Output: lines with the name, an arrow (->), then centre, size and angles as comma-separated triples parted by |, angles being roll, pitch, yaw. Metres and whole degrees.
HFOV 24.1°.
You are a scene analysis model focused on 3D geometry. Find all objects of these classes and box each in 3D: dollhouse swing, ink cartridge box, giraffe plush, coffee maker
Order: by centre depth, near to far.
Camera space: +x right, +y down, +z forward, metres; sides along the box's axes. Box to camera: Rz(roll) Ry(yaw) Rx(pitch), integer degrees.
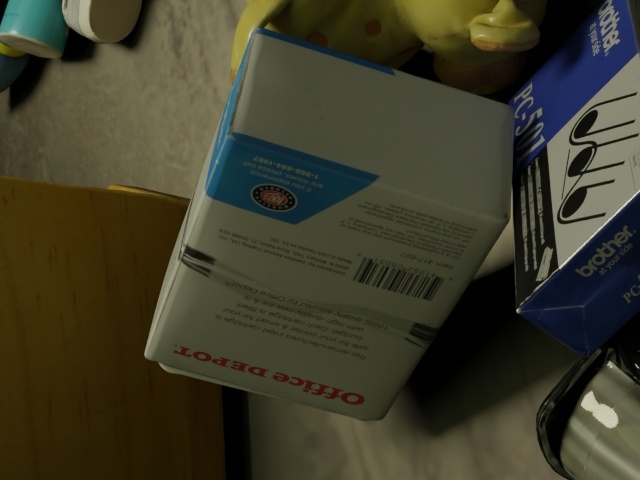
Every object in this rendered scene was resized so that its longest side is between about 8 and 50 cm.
coffee maker -> 0.212, 0.089, 0.671 | 0.178, 0.120, 0.171 | 41, 110, 40
ink cartridge box -> 0.141, -0.043, 0.739 | 0.097, 0.046, 0.207 | -48, 17, 28
ink cartridge box -> 0.000, 0.000, 0.819 | 0.203, 0.148, 0.086 | 117, 166, -49
giraffe plush -> 0.052, -0.139, 0.856 | 0.170, 0.210, 0.181 | -1, 77, 15
dollhouse swing -> -0.296, 0.073, 1.026 | 0.305, 0.346, 0.315 | -20, 69, 51

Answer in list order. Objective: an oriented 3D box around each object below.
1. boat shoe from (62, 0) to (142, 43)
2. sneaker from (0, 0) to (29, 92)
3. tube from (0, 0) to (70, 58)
boat shoe -> -0.158, -0.244, 1.142 | 0.063, 0.066, 0.184 | 21, 108, 44
sneaker -> -0.305, -0.206, 1.271 | 0.082, 0.069, 0.209 | -49, 53, 32
tube -> -0.202, -0.250, 1.192 | 0.080, 0.052, 0.207 | 6, 77, 42
